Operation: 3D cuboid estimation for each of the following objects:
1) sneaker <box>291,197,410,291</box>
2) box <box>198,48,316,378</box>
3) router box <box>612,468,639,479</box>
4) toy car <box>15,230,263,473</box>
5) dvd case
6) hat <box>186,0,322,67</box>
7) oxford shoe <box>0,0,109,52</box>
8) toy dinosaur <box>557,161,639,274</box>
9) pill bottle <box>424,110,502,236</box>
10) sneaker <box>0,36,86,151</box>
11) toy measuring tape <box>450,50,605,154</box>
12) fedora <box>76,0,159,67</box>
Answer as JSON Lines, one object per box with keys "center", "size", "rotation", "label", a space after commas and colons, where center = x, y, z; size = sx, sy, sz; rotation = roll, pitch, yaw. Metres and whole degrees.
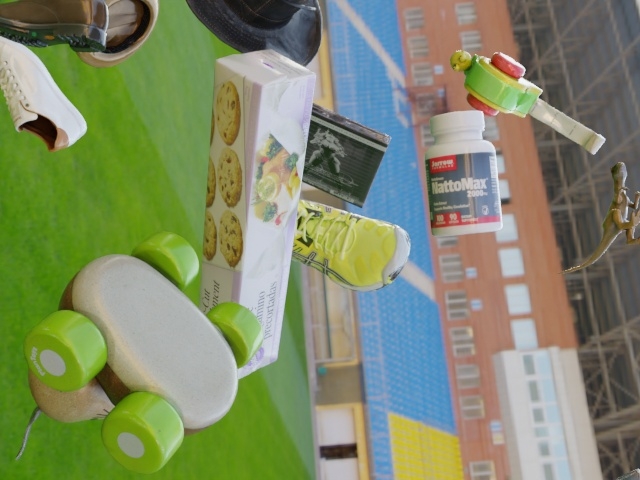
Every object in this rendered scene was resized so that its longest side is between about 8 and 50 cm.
{"center": [0.000, 0.000, 1.540], "size": [0.147, 0.384, 0.145], "rotation": [25, 80, -45], "label": "sneaker"}
{"center": [-0.066, -0.013, 0.758], "size": [0.067, 0.063, 0.324], "rotation": [37, -48, 34], "label": "box"}
{"center": [0.379, 0.349, 1.042], "size": [0.038, 0.122, 0.092], "rotation": [63, 2, -3], "label": "router box"}
{"center": [-0.166, 0.109, 0.630], "size": [0.149, 0.188, 0.155], "rotation": [48, 34, -5], "label": "toy car"}
{"center": [0.008, -0.131, 1.218], "size": [0.221, 0.164, 0.018], "rotation": [108, 7, -68], "label": "dvd case"}
{"center": [-0.070, -0.417, 1.160], "size": [0.331, 0.134, 0.331], "rotation": [26, 51, -36], "label": "hat"}
{"center": [-0.434, -0.353, 1.259], "size": [0.083, 0.227, 0.096], "rotation": [62, 36, -82], "label": "oxford shoe"}
{"center": [0.492, -0.021, 1.357], "size": [0.112, 0.064, 0.211], "rotation": [25, -84, 62], "label": "toy dinosaur"}
{"center": [0.212, -0.099, 1.221], "size": [0.108, 0.108, 0.180], "rotation": [30, 54, -89], "label": "pill bottle"}
{"center": [-0.638, -0.316, 1.740], "size": [0.290, 0.106, 0.123], "rotation": [48, 40, -13], "label": "sneaker"}
{"center": [0.381, -0.259, 1.527], "size": [0.121, 0.330, 0.121], "rotation": [-53, 171, -12], "label": "toy measuring tape"}
{"center": [-0.386, -0.409, 1.482], "size": [0.079, 0.194, 0.194], "rotation": [42, -14, 17], "label": "fedora"}
